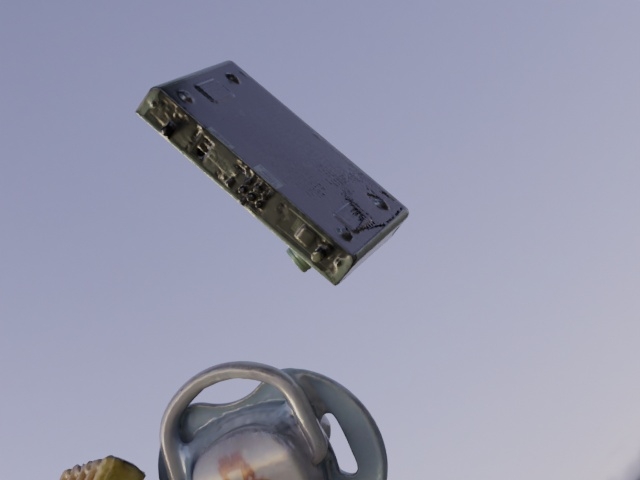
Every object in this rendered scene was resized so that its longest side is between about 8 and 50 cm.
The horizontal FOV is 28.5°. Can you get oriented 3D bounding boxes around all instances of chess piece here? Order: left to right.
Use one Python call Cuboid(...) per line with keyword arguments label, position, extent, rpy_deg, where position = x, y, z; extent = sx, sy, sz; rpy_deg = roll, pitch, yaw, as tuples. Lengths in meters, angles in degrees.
Cuboid(label="chess piece", position=(0.000, 0.000, 1.717), extent=(0.093, 0.042, 0.042), rpy_deg=(-40, -24, 2))

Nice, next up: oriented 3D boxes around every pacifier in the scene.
Cuboid(label="pacifier", position=(-0.049, 0.231, 1.434), extent=(0.279, 0.227, 0.207), rpy_deg=(-23, 0, 22))

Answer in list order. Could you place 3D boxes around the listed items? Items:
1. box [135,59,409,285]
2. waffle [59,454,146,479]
Cuboid(label="box", position=(-0.042, -0.080, 1.306), extent=(0.045, 0.270, 0.211), rpy_deg=(-52, -8, 26))
Cuboid(label="waffle", position=(-0.298, 0.365, 1.461), extent=(0.248, 0.055, 0.221), rpy_deg=(-28, 35, 62))
